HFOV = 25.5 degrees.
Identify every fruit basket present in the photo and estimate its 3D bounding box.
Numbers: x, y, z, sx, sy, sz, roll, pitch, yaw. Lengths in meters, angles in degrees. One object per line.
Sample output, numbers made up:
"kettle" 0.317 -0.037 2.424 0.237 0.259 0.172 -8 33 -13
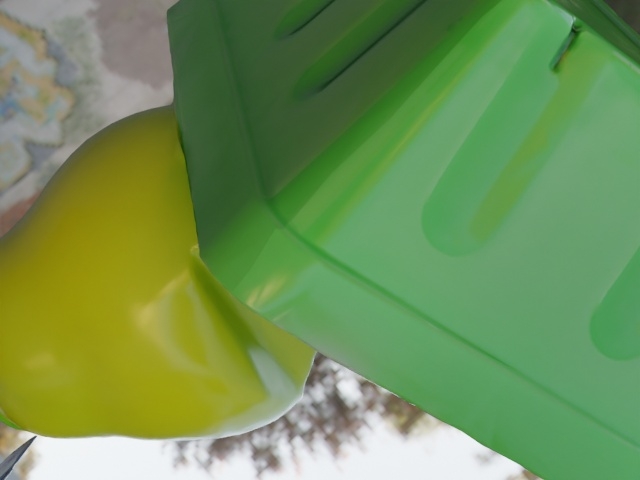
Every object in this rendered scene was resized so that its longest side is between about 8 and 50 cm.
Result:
"fruit basket" 0.000 0.000 0.740 0.392 0.283 0.392 -46 -155 29

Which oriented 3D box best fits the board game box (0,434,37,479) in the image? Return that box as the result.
"board game box" -0.237 0.166 0.840 0.133 0.033 0.168 -43 -172 16
